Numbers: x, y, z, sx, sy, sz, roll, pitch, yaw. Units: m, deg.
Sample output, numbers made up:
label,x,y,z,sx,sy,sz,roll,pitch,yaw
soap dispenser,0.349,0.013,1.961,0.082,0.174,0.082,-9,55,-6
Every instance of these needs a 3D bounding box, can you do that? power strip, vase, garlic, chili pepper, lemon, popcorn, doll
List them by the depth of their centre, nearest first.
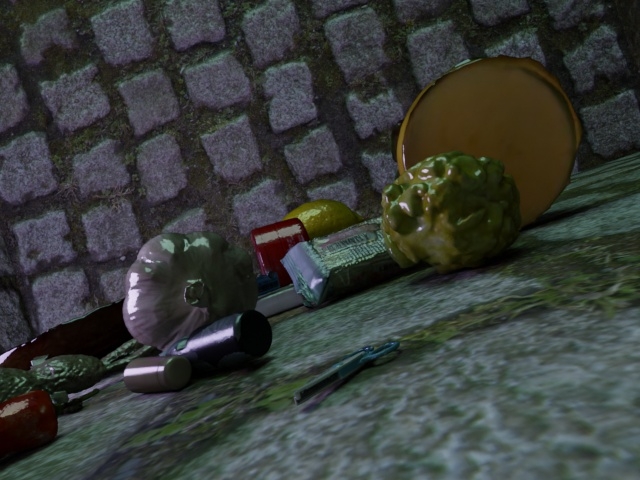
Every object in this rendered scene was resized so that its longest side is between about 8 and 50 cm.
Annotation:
label,x,y,z,sx,sy,sz,roll,pitch,yaw
chili pepper,-0.355,0.212,0.463,0.071,0.063,0.272,-34,-7,39
vase,-0.152,0.142,0.594,0.211,0.060,0.060,-24,-3,35
garlic,-0.181,0.081,0.686,0.218,0.219,0.212,-19,0,-24
doll,-0.399,0.211,0.732,0.202,0.091,0.286,16,23,15
popcorn,0.198,-0.040,0.734,0.234,0.181,0.217,-14,-3,-15
power strip,-0.189,0.160,0.947,0.367,0.043,0.106,-19,1,-9
lemon,0.000,0.000,1.305,0.288,0.234,0.233,-23,1,-8

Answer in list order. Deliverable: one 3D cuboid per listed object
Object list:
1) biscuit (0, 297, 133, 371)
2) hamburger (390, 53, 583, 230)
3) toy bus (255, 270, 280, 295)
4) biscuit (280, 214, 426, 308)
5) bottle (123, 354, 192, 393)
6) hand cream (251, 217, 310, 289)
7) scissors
label,x,y,z,sx,sy,sz,roll,pitch,yaw
biscuit,-0.497,0.224,0.988,0.407,0.091,0.407,-29,-2,-1
hamburger,0.356,-0.198,1.050,0.395,0.396,0.277,-18,7,14
toy bus,-0.125,0.092,0.935,0.038,0.046,0.083,-18,-1,43
biscuit,0.086,0.029,0.905,0.308,0.079,0.186,-17,34,-11
bottle,-0.203,0.167,0.575,0.096,0.045,0.045,-16,2,36
hand cream,-0.085,0.047,1.100,0.125,0.193,0.193,-15,0,-12
scissors,0.019,0.109,0.387,0.058,0.014,0.119,-24,-7,42
